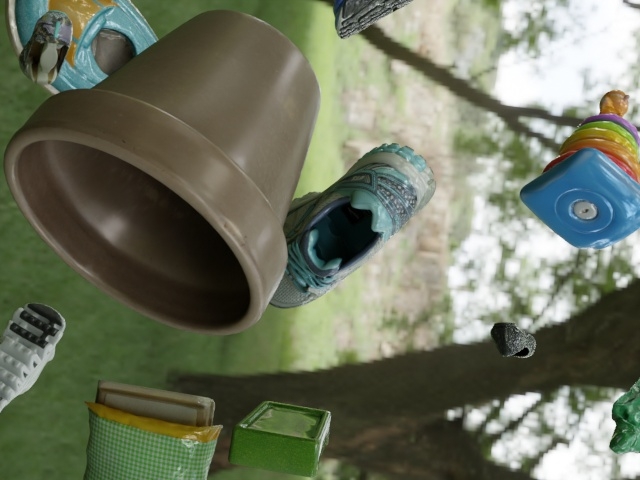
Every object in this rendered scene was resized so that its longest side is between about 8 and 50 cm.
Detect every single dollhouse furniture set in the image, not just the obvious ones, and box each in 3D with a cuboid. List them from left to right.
[{"bbox_3d":[-0.150,0.283,1.451,0.151,0.302,0.197,-36,134,-80],"label":"dollhouse furniture set"}]

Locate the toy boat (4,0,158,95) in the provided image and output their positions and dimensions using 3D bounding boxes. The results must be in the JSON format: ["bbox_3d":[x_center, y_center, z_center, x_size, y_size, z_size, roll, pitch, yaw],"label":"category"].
[{"bbox_3d":[-0.306,-0.347,1.833,0.148,0.267,0.318,6,-116,53],"label":"toy boat"}]

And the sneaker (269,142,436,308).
[{"bbox_3d":[0.000,0.000,1.391,0.283,0.110,0.122,-44,-177,42],"label":"sneaker"}]

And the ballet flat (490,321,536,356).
[{"bbox_3d":[0.271,0.151,1.791,0.173,0.057,0.049,33,57,-67],"label":"ballet flat"}]

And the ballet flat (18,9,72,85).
[{"bbox_3d":[-0.250,-0.163,1.138,0.114,0.041,0.041,133,-32,-59],"label":"ballet flat"}]

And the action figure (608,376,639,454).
[{"bbox_3d":[0.400,0.221,1.522,0.063,0.137,0.232,-52,157,24],"label":"action figure"}]

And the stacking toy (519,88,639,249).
[{"bbox_3d":[0.458,-0.145,2.052,0.175,0.166,0.302,-36,-159,44],"label":"stacking toy"}]

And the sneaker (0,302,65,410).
[{"bbox_3d":[-0.530,0.234,2.068,0.292,0.110,0.118,-46,165,-37],"label":"sneaker"}]

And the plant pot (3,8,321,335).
[{"bbox_3d":[-0.111,-0.080,1.136,0.229,0.263,0.263,-57,168,-30],"label":"plant pot"}]

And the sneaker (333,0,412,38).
[{"bbox_3d":[0.060,-0.399,1.899,0.147,0.130,0.330,60,12,-8],"label":"sneaker"}]
